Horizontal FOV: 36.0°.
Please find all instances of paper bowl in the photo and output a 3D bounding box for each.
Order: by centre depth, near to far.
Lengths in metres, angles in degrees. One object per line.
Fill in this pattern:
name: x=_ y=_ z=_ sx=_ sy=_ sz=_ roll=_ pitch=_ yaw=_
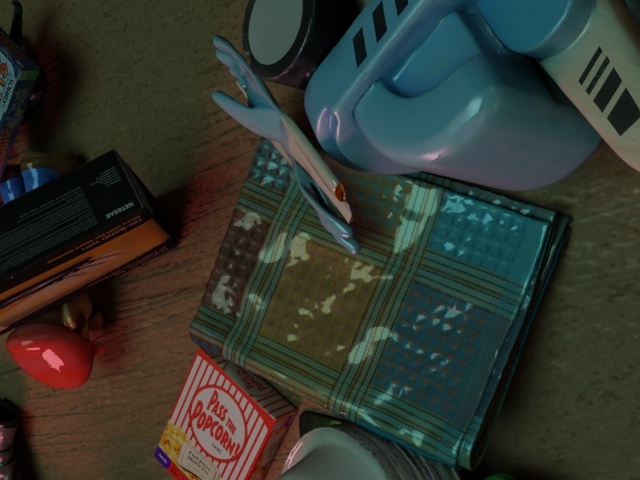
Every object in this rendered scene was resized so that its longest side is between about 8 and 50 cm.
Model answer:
paper bowl: x=0.032 y=0.336 z=1.036 sx=0.284 sy=0.148 sz=0.285 roll=7 pitch=98 yaw=57

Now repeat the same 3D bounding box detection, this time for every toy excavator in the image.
toy excavator: x=0.184 y=-0.138 z=0.757 sx=0.433 sy=0.222 sz=0.445 roll=-47 pitch=51 yaw=34

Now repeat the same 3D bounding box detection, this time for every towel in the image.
towel: x=0.043 y=0.048 z=1.036 sx=0.370 sy=0.040 sz=0.272 roll=20 pitch=90 yaw=29

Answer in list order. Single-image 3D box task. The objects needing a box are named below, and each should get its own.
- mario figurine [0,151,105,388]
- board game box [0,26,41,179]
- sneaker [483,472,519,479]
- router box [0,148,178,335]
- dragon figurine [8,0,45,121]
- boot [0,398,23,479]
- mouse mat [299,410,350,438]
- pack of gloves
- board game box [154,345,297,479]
mario figurine: x=-0.361 y=0.047 z=1.387 sx=0.198 sy=0.170 sz=0.321 roll=144 pitch=119 yaw=-73
board game box: x=-0.456 y=-0.186 z=1.328 sx=0.136 sy=0.035 sz=0.201 roll=43 pitch=122 yaw=23
sneaker: x=0.180 y=0.368 z=1.040 sx=0.123 sy=0.109 sz=0.296 roll=51 pitch=133 yaw=50
router box: x=-0.339 y=0.022 z=1.173 sx=0.308 sy=0.243 sz=0.081 roll=-27 pitch=81 yaw=-3
dragon figurine: x=-0.452 y=-0.213 z=1.398 sx=0.289 sy=0.085 sz=0.144 roll=-34 pitch=79 yaw=37
boot: x=-0.489 y=0.378 z=1.535 sx=0.338 sy=0.118 sz=0.223 roll=12 pitch=101 yaw=31
mouse mat: x=0.036 y=0.306 z=1.181 sx=0.152 sy=0.007 sz=0.190 roll=6 pitch=102 yaw=37
pack of gloves: x=-0.044 y=-0.084 z=0.978 sx=0.046 sy=0.195 sz=0.232 roll=-33 pitch=65 yaw=-6
board game box: x=-0.126 y=0.248 z=1.267 sx=0.146 sy=0.045 sz=0.194 roll=38 pitch=119 yaw=27
